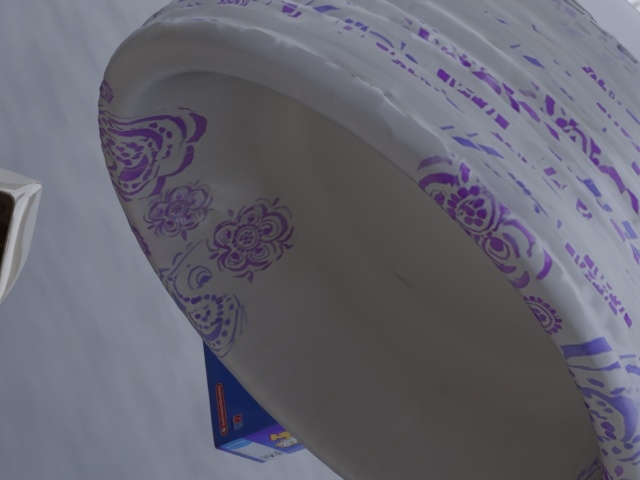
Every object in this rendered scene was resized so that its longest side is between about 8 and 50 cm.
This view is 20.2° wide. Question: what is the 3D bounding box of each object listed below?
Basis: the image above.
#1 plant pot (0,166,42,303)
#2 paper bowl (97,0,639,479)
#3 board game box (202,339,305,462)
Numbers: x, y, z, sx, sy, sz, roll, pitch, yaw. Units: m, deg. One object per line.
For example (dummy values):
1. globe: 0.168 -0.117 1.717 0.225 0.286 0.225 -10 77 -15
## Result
1. plant pot: -0.295 -0.016 1.529 0.096 0.109 0.109 -41 148 -67
2. paper bowl: 0.056 -0.011 0.738 0.284 0.148 0.284 34 -28 21
3. board game box: 0.000 0.000 1.622 0.078 0.233 0.347 28 48 -52
